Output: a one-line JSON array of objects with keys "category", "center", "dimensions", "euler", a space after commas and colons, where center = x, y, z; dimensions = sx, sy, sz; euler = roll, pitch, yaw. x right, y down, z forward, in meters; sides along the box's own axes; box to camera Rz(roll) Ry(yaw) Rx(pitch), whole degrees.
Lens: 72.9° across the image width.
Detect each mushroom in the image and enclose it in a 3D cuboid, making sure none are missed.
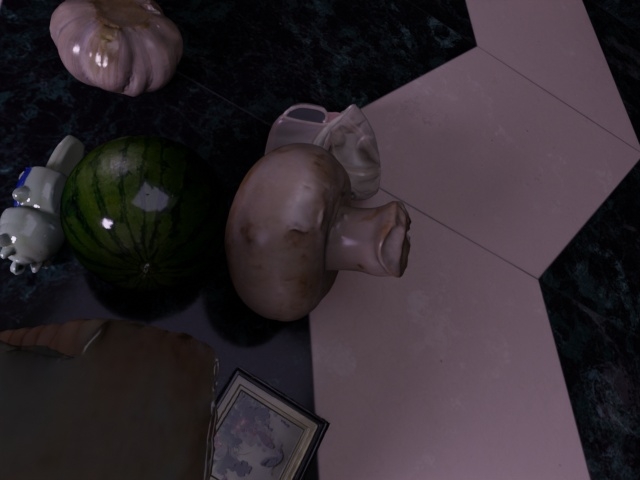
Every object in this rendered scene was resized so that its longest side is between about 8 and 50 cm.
[{"category": "mushroom", "center": [0.000, 0.000, 0.710], "dimensions": [0.290, 0.297, 0.298], "euler": [13, 61, 12]}]

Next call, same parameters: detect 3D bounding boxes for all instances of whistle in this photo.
[{"category": "whistle", "center": [-0.438, -0.060, 0.691], "dimensions": [0.092, 0.110, 0.244], "euler": [0, 65, 16]}]

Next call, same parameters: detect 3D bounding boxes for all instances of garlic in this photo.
[{"category": "garlic", "center": [-0.378, -0.363, 0.810], "dimensions": [0.227, 0.152, 0.228], "euler": [10, 50, -12]}]

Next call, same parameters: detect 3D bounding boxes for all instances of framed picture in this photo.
[{"category": "framed picture", "center": [-0.107, 0.339, 0.699], "dimensions": [0.195, 0.010, 0.199], "euler": [34, 61, -5]}]

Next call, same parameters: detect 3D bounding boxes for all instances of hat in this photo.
[{"category": "hat", "center": [0.003, -0.167, 0.923], "dimensions": [0.226, 0.164, 0.220], "euler": [-2, 68, 20]}]

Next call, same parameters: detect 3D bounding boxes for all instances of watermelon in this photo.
[{"category": "watermelon", "center": [-0.264, -0.042, 0.671], "dimensions": [0.242, 0.242, 0.242], "euler": [8, 66, -18]}]

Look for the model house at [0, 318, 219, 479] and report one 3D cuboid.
[{"category": "model house", "center": [-0.390, 0.265, 0.413], "dimensions": [0.400, 0.445, 0.395], "euler": [-3, 70, 20]}]
